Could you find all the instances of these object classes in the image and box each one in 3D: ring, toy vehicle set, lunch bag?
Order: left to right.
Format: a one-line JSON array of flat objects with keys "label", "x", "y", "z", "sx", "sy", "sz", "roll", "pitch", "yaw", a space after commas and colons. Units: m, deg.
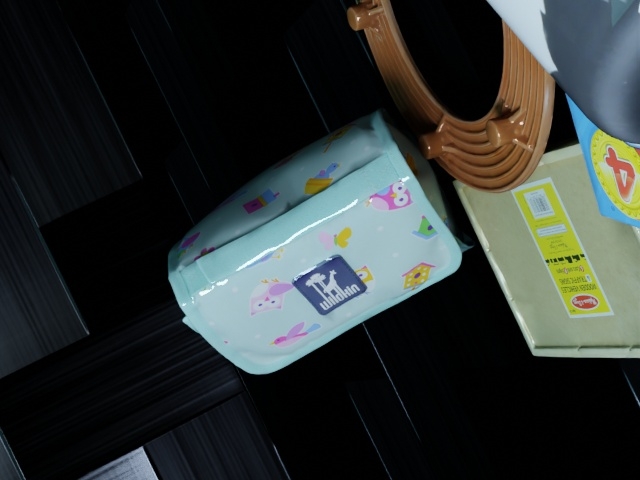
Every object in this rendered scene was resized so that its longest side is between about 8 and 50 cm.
[{"label": "lunch bag", "x": 0.000, "y": 0.000, "z": 1.247, "sx": 0.160, "sy": 0.223, "sz": 0.262, "roll": 62, "pitch": -172, "yaw": 4}, {"label": "ring", "x": 0.079, "y": -0.193, "z": 1.124, "sx": 0.336, "sy": 0.032, "sz": 0.336, "roll": 162, "pitch": 90, "yaw": -73}, {"label": "toy vehicle set", "x": 0.197, "y": 0.008, "z": 1.122, "sx": 0.166, "sy": 0.035, "sz": 0.267, "roll": 65, "pitch": 163, "yaw": -4}]

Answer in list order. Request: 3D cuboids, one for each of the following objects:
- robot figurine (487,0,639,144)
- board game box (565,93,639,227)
[{"label": "robot figurine", "x": 0.124, "y": -0.148, "z": 0.561, "sx": 0.278, "sy": 0.174, "sz": 0.209, "roll": 55, "pitch": 139, "yaw": 24}, {"label": "board game box", "x": 0.222, "y": -0.134, "z": 0.747, "sx": 0.308, "sy": 0.086, "sz": 0.302, "roll": 26, "pitch": 139, "yaw": 64}]
